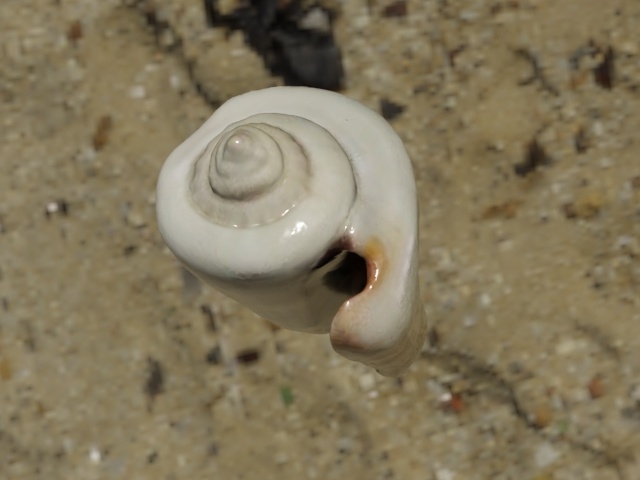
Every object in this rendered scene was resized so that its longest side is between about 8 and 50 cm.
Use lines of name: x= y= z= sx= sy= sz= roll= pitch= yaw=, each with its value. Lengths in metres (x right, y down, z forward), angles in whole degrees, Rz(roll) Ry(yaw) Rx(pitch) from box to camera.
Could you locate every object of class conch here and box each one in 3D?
conch: x=-0.004 y=0.010 z=0.729 sx=0.104 sy=0.094 sz=0.176 roll=13 pitch=144 yaw=20
